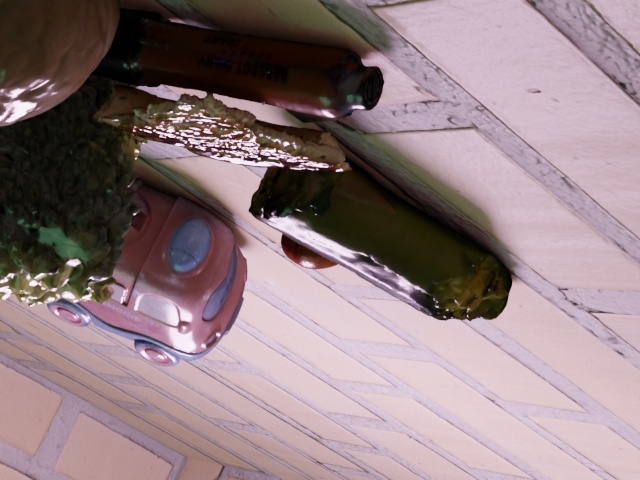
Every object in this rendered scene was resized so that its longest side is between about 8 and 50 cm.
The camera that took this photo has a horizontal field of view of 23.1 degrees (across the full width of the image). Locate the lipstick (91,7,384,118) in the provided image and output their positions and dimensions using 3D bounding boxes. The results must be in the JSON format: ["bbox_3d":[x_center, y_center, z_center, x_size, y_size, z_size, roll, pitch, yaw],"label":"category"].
[{"bbox_3d":[-0.128,-0.182,1.557,0.418,0.077,0.077,13,160,28],"label":"lipstick"}]

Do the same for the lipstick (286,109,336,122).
[{"bbox_3d":[0.017,-0.140,1.566,0.030,0.030,0.129,35,160,-32],"label":"lipstick"}]

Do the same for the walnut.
[{"bbox_3d":[-0.301,-0.226,1.397,0.248,0.248,0.248,22,163,7],"label":"walnut"}]

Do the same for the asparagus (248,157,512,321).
[{"bbox_3d":[0.091,0.007,1.789,0.382,0.108,0.128,30,163,-26],"label":"asparagus"}]

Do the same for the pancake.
[{"bbox_3d":[-0.094,-0.121,1.545,0.266,0.057,0.244,8,172,-1],"label":"pancake"}]

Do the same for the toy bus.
[{"bbox_3d":[-0.240,0.024,2.160,0.294,0.197,0.232,26,153,0],"label":"toy bus"}]

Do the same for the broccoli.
[{"bbox_3d":[-0.316,-0.067,1.751,0.348,0.293,0.281,49,152,18],"label":"broccoli"}]

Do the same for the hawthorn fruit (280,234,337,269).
[{"bbox_3d":[0.000,0.000,1.936,0.081,0.081,0.093,11,173,37],"label":"hawthorn fruit"}]
